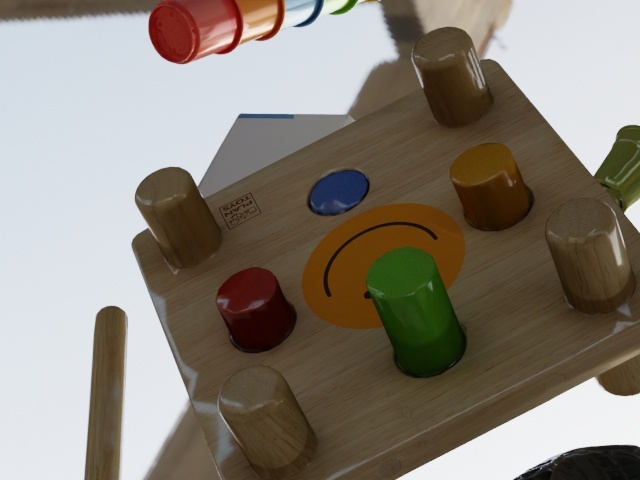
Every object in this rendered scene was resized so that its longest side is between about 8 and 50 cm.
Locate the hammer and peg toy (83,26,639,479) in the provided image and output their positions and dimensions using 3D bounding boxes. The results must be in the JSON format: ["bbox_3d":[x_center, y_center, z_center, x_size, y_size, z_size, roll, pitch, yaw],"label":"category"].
[{"bbox_3d":[-0.015,0.039,0.860,0.361,0.266,0.127,-27,-49,-1],"label":"hammer and peg toy"}]

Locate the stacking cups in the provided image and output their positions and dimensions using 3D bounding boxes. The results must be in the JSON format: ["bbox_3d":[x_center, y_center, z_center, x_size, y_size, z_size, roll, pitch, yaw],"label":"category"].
[{"bbox_3d":[-0.042,-0.243,1.561,0.096,0.316,0.096,19,-56,30],"label":"stacking cups"}]

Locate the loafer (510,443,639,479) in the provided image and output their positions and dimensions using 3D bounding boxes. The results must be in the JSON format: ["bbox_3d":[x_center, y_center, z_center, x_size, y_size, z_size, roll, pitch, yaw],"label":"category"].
[{"bbox_3d":[0.237,0.209,1.396,0.170,0.061,0.062,-24,-82,48],"label":"loafer"}]

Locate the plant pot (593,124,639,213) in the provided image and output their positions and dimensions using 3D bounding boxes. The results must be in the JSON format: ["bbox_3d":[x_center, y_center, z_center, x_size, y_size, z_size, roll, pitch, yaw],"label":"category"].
[{"bbox_3d":[0.332,-0.070,1.674,0.083,0.079,0.083,36,-28,23],"label":"plant pot"}]

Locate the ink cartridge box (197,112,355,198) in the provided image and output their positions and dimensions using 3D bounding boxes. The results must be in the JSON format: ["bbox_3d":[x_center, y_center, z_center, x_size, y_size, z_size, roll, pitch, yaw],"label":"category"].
[{"bbox_3d":[0.000,0.000,1.904,0.198,0.197,0.270,6,-30,44],"label":"ink cartridge box"}]
